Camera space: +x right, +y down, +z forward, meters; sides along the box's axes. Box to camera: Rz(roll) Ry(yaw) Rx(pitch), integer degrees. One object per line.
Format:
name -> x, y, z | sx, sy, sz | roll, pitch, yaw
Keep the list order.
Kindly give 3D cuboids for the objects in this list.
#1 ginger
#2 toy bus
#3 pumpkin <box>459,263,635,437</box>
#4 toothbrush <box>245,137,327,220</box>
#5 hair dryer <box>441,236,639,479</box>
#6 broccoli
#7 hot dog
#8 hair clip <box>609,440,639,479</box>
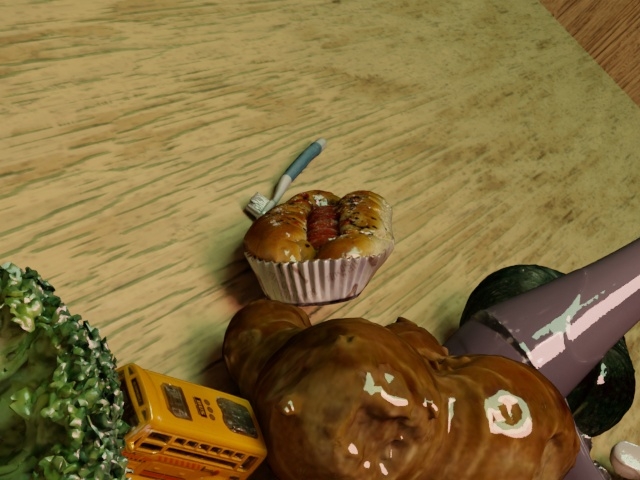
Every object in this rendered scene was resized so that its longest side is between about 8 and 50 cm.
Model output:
ginger -> 0.070, 0.149, 1.199 | 0.357, 0.152, 0.274 | 18, 0, -31
toy bus -> -0.117, 0.135, 1.023 | 0.162, 0.074, 0.070 | 23, 33, -44
pumpkin -> 0.253, 0.118, 1.569 | 0.211, 0.152, 0.212 | 23, 41, -22
toothbrush -> -0.035, -0.072, 1.572 | 0.025, 0.019, 0.276 | 37, 24, -1
hair dryer -> 0.287, 0.192, 1.445 | 0.361, 0.301, 0.121 | 61, -10, -17
broccoli -> -0.206, 0.121, 0.822 | 0.194, 0.194, 0.220 | 1, 87, -59
hot dog -> 0.000, 0.000, 1.386 | 0.144, 0.075, 0.268 | 2, 15, 6
hair clip -> 0.393, 0.312, 1.589 | 0.146, 0.075, 0.257 | 21, 32, -18
